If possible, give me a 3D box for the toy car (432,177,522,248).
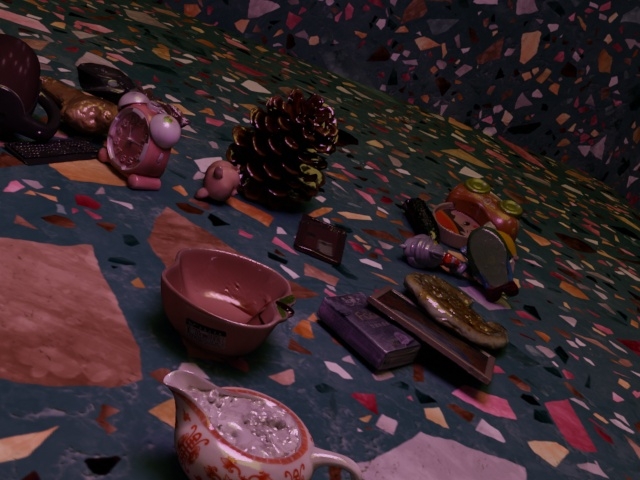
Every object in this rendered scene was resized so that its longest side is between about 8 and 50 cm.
[{"bbox_3d":[0.394,-0.042,1.931,0.235,0.145,0.235,7,38,-5],"label":"toy car"}]

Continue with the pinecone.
[{"bbox_3d":[-0.067,-0.208,1.614,0.246,0.292,0.246,16,55,-25],"label":"pinecone"}]

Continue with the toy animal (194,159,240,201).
[{"bbox_3d":[-0.214,-0.127,1.542,0.089,0.083,0.150,8,12,-5],"label":"toy animal"}]

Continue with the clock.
[{"bbox_3d":[-0.350,-0.201,1.455,0.166,0.162,0.093,39,23,31],"label":"clock"}]

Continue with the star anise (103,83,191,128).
[{"bbox_3d":[-0.434,-0.323,1.763,0.197,0.073,0.212,2,29,-48],"label":"star anise"}]

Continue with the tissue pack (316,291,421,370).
[{"bbox_3d":[0.081,0.152,1.242,0.156,0.051,0.112,39,24,32],"label":"tissue pack"}]

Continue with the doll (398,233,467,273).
[{"bbox_3d":[0.253,0.035,1.670,0.180,0.079,0.094,21,-7,-24],"label":"doll"}]

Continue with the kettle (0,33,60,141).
[{"bbox_3d":[-0.610,-0.281,1.434,0.202,0.144,0.232,36,18,-35],"label":"kettle"}]

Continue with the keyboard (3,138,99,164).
[{"bbox_3d":[-0.513,-0.176,1.426,0.074,0.015,0.196,33,24,20],"label":"keyboard"}]

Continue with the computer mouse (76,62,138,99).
[{"bbox_3d":[-0.491,-0.354,1.664,0.106,0.062,0.192,-6,32,-42],"label":"computer mouse"}]

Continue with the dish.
[{"bbox_3d":[-0.142,0.102,1.080,0.213,0.090,0.213,19,22,-8],"label":"dish"}]

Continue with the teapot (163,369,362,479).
[{"bbox_3d":[-0.072,0.236,0.822,0.246,0.116,0.159,19,10,-7],"label":"teapot"}]

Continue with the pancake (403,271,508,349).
[{"bbox_3d":[0.269,0.135,1.459,0.254,0.037,0.253,31,13,-8],"label":"pancake"}]

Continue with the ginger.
[{"bbox_3d":[-0.538,-0.296,1.598,0.131,0.086,0.295,-12,33,-42],"label":"ginger"}]

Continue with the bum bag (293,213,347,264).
[{"bbox_3d":[0.000,0.000,1.549,0.109,0.026,0.159,22,27,-4],"label":"bum bag"}]

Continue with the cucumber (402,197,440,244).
[{"bbox_3d":[0.264,-0.046,1.861,0.067,0.067,0.245,18,21,-16],"label":"cucumber"}]

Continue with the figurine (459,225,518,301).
[{"bbox_3d":[0.417,0.058,1.735,0.185,0.127,0.234,67,8,17],"label":"figurine"}]

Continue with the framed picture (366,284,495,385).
[{"bbox_3d":[0.203,0.163,1.314,0.250,0.016,0.184,34,11,12],"label":"framed picture"}]
